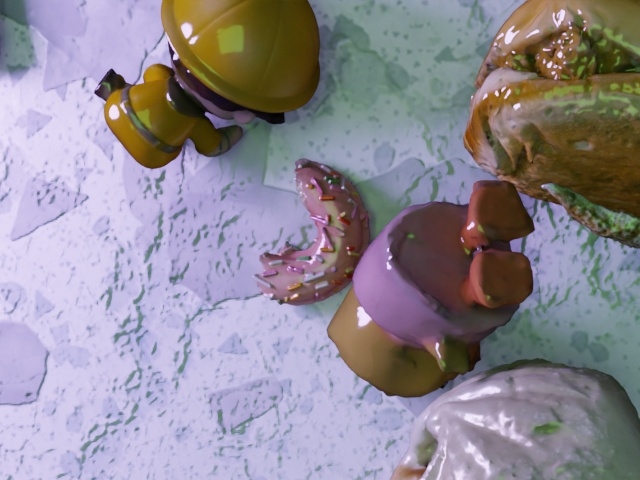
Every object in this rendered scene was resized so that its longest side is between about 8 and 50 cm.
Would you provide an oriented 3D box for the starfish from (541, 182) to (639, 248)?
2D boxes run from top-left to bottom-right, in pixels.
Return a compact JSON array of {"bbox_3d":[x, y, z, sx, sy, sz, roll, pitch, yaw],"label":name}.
[{"bbox_3d":[0.376,0.007,1.242,0.357,0.347,0.078,6,71,1],"label":"starfish"}]

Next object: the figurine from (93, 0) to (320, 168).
[{"bbox_3d":[-0.117,-0.183,1.429,0.257,0.167,0.192,-43,96,12],"label":"figurine"}]

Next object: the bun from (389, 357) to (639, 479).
[{"bbox_3d":[0.174,0.282,1.300,0.227,0.352,0.349,22,58,1],"label":"bun"}]

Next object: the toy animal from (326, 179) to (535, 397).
[{"bbox_3d":[0.104,0.071,1.356,0.169,0.281,0.195,10,55,-8],"label":"toy animal"}]

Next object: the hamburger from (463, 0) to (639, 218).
[{"bbox_3d":[0.288,-0.120,1.274,0.284,0.304,0.174,18,84,2],"label":"hamburger"}]

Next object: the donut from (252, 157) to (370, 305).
[{"bbox_3d":[0.000,0.000,1.457,0.117,0.065,0.166,14,96,12],"label":"donut"}]
